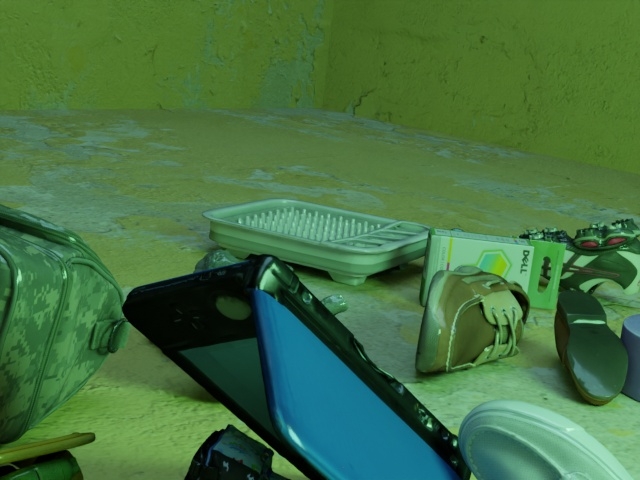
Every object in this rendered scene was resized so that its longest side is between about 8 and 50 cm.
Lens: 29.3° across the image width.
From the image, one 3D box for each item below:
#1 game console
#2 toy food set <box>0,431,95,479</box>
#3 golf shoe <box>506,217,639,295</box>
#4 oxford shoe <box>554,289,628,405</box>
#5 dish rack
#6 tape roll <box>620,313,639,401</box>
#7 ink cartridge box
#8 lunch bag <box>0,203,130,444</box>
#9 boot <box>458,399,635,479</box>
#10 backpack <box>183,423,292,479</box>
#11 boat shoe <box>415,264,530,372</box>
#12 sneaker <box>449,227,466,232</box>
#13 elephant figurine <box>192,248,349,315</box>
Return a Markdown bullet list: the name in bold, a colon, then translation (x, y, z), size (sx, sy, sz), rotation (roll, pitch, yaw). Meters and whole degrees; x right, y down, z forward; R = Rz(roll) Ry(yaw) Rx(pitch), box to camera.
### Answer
- **game console**: translation (-0.010, 0.166, 0.950), size (0.250, 0.293, 0.173), rotation (-14, 42, 39)
- **toy food set**: translation (-0.272, 0.203, 0.964), size (0.128, 0.071, 0.218), rotation (-15, -7, 41)
- **golf shoe**: translation (0.387, 0.037, 1.981), size (0.273, 0.120, 0.105), rotation (-4, 9, 38)
- **oxford shoe**: translation (0.332, 0.148, 1.525), size (0.076, 0.076, 0.212), rotation (8, 28, -1)
- **dish rack**: translation (0.000, 0.000, 2.003), size (0.332, 0.072, 0.285), rotation (13, 15, 27)
- **tape roll**: translation (0.465, 0.154, 1.521), size (0.189, 0.080, 0.189), rotation (6, 13, -1)
- **ink cartridge box**: translation (0.258, 0.050, 1.819), size (0.209, 0.109, 0.062), rotation (7, 13, -1)
- **lunch bag**: translation (-0.368, 0.057, 1.192), size (0.305, 0.213, 0.256), rotation (17, 4, 16)
- **boot**: translation (0.191, 0.221, 0.914), size (0.258, 0.095, 0.123), rotation (35, 28, 24)
- **backpack**: translation (-0.072, 0.206, 0.958), size (0.084, 0.105, 0.114), rotation (29, 10, 0)
- **boat shoe**: translation (0.201, 0.098, 1.553), size (0.116, 0.123, 0.324), rotation (12, 15, 16)
- **sneaker**: translation (0.230, 0.017, 2.016), size (0.085, 0.086, 0.237), rotation (6, 11, 7)
- **elephant figurine**: translation (-0.094, 0.087, 1.405), size (0.186, 0.169, 0.239), rotation (35, -3, 0)
